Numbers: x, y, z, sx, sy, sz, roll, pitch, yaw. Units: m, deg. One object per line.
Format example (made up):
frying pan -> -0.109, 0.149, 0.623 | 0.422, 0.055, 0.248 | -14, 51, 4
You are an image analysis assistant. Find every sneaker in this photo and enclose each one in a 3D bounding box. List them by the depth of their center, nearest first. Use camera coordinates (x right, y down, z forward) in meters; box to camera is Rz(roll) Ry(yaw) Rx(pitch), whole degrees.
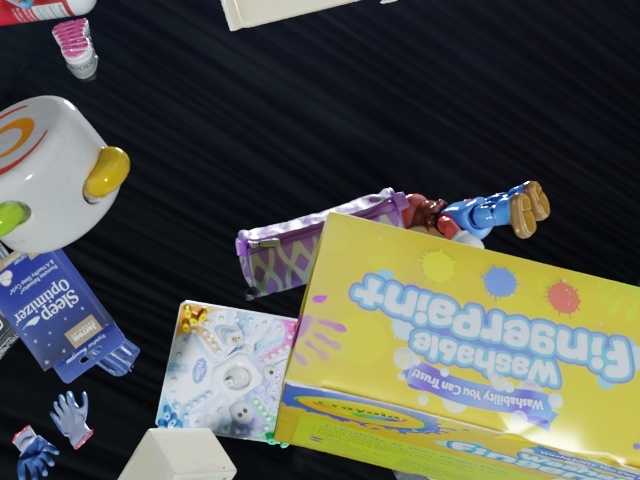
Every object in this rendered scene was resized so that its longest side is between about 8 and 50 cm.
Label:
sneaker -> -0.417, -0.326, 1.313 | 0.170, 0.063, 0.074 | -121, 16, -47

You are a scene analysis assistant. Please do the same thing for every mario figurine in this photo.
mario figurine -> 0.288, -0.016, 1.505 | 0.321, 0.198, 0.170 | -10, 72, 41

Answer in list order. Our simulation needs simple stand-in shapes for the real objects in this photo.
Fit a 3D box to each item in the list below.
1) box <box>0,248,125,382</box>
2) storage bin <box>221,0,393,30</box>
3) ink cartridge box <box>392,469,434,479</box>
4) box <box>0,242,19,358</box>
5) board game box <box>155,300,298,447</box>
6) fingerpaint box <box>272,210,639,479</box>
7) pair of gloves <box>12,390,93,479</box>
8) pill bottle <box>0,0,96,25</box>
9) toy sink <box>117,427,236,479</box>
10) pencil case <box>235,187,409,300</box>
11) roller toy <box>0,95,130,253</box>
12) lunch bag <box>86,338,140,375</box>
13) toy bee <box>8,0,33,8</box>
box -> -0.436, 0.113, 1.240 | 0.136, 0.225, 0.036 | -36, 2, 7
storage bin -> -0.017, -0.318, 0.595 | 0.123, 0.260, 0.262 | -10, 21, 15
ink cartridge box -> 0.292, 0.434, 1.312 | 0.303, 0.072, 0.307 | -51, 52, 28
box -> -0.795, 0.118, 1.730 | 0.242, 0.307, 0.076 | -44, -13, 17
board game box -> -0.230, 0.383, 2.113 | 0.050, 0.390, 0.389 | -117, 39, -71
fingerpaint box -> 0.188, 0.157, 0.775 | 0.371, 0.445, 0.163 | 100, -176, -68
pair of gloves -> -0.548, 0.397, 1.558 | 0.198, 0.023, 0.159 | -44, 44, -10
pill bottle -> -0.647, -0.611, 1.704 | 0.229, 0.408, 0.228 | 171, 90, -86
toy sink -> -0.296, 0.491, 1.462 | 0.131, 0.153, 0.234 | 45, 109, 39
pencil case -> 0.000, 0.000, 0.888 | 0.088, 0.206, 0.086 | 84, 166, -52
roller toy -> -0.373, -0.085, 1.021 | 0.209, 0.146, 0.191 | -40, 45, -8
lunch bag -> -0.407, 0.224, 1.488 | 0.067, 0.098, 0.065 | -30, 25, 53
toy bee -> -0.557, -0.469, 1.308 | 0.195, 0.162, 0.298 | -64, 18, -6
